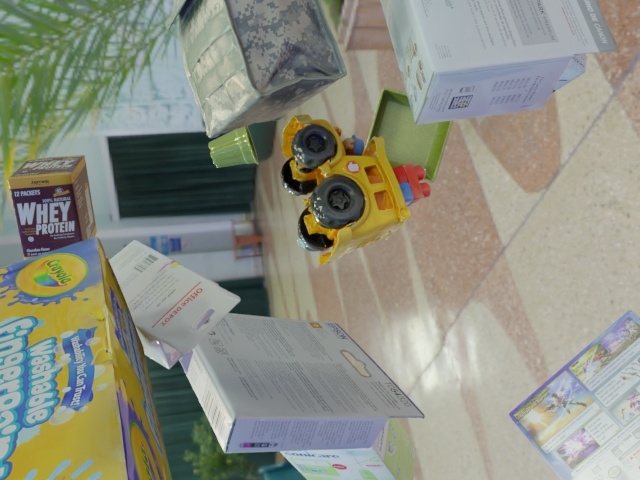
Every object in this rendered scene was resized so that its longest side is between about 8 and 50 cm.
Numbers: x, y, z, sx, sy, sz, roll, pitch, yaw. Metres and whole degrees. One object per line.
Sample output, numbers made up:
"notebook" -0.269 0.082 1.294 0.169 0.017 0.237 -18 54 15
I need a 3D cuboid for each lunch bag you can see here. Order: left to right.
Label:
"lunch bag" -0.114 -0.321 0.966 0.235 0.168 0.287 -11 97 63

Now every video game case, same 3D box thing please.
"video game case" 0.479 0.286 1.065 0.061 0.269 0.244 39 -169 -48

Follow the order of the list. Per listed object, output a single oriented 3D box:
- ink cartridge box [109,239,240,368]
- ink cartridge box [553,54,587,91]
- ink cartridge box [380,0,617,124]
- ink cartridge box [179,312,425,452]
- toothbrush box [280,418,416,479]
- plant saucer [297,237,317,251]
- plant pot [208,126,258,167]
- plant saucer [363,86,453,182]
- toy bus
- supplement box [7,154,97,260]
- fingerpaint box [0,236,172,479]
"ink cartridge box" -0.193 0.083 0.828 0.181 0.104 0.062 25 141 25
"ink cartridge box" 0.360 -0.345 1.197 0.097 0.207 0.046 -34 30 54
"ink cartridge box" 0.245 -0.348 1.013 0.130 0.271 0.310 100 161 -66
"ink cartridge box" -0.051 0.222 1.109 0.324 0.330 0.072 41 116 56
"toothbrush box" 0.060 0.421 1.380 0.283 0.206 0.122 63 -149 -45
"plant saucer" 0.000 0.000 1.738 0.119 0.119 0.021 109 148 -61
"plant pot" -0.168 -0.173 1.288 0.083 0.079 0.083 -17 -90 -90
"plant saucer" 0.210 -0.254 1.647 0.045 0.188 0.188 -113 38 -80
"toy bus" 0.058 -0.097 1.073 0.149 0.211 0.220 121 130 -69
"supplement box" -0.594 -0.074 1.523 0.191 0.129 0.194 -117 23 -68
"fingerpaint box" -0.313 0.196 0.523 0.445 0.370 0.163 -136 29 -61
